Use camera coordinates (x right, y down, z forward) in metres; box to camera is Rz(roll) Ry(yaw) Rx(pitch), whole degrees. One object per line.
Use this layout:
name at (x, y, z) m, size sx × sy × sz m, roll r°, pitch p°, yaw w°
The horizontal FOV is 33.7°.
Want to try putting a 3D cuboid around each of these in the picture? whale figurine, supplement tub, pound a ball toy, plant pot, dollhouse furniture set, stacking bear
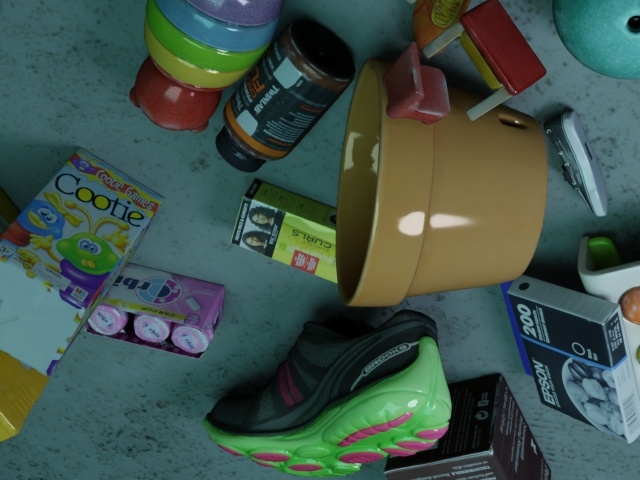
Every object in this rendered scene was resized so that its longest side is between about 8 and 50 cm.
whale figurine at (0.328, -0.296, 1.102) m, size 0.216 × 0.141 × 0.272 m, roll 2°, pitch 122°, yaw 15°
supplement tub at (-0.051, -0.171, 1.316) m, size 0.106 × 0.106 × 0.198 m, roll 37°, pitch 124°, yaw -10°
pound a ball toy at (0.457, 0.091, 1.325) m, size 0.208 × 0.136 × 0.319 m, roll -14°, pitch 118°, yaw 24°
plant pot at (0.139, -0.058, 1.247) m, size 0.203 × 0.291 × 0.291 m, roll 6°, pitch 125°, yaw -7°
dollhouse furniture set at (0.077, -0.289, 1.067) m, size 0.374 × 0.201 × 0.152 m, roll 55°, pitch 144°, yaw 0°
stacking bear at (-0.139, -0.250, 1.261) m, size 0.175 × 0.164 × 0.289 m, roll 18°, pitch 135°, yaw -15°

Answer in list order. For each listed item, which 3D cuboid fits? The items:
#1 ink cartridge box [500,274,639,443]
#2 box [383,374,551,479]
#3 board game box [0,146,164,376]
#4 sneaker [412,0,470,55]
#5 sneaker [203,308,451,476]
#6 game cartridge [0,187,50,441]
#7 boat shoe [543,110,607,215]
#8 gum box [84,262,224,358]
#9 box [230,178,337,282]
ink cartridge box at (0.314, 0.145, 1.383) m, size 0.208 × 0.045 × 0.206 m, roll 21°, pitch 141°, yaw 49°
box at (0.218, 0.334, 1.533) m, size 0.167 × 0.168 × 0.203 m, roll -18°, pitch 116°, yaw 25°
board game box at (-0.343, 0.022, 1.423) m, size 0.142 × 0.275 × 0.144 m, roll 31°, pitch 125°, yaw -6°
sneaker at (0.146, -0.285, 1.208) m, size 0.064 × 0.067 × 0.175 m, roll 21°, pitch 127°, yaw 0°
sneaker at (0.012, 0.221, 1.531) m, size 0.185 × 0.202 × 0.482 m, roll 29°, pitch 146°, yaw -33°
game cartridge at (-0.460, 0.074, 1.462) m, size 0.052 × 0.324 × 0.285 m, roll -27°, pitch 113°, yaw 17°
boat shoe at (0.316, -0.092, 1.302) m, size 0.040 × 0.049 × 0.142 m, roll -14°, pitch 111°, yaw 30°
gum box at (-0.236, 0.101, 1.548) m, size 0.188 × 0.107 × 0.062 m, roll 13°, pitch 125°, yaw 8°
box at (0.000, 0.000, 1.442) m, size 0.232 × 0.058 × 0.087 m, roll 21°, pitch 123°, yaw 2°
